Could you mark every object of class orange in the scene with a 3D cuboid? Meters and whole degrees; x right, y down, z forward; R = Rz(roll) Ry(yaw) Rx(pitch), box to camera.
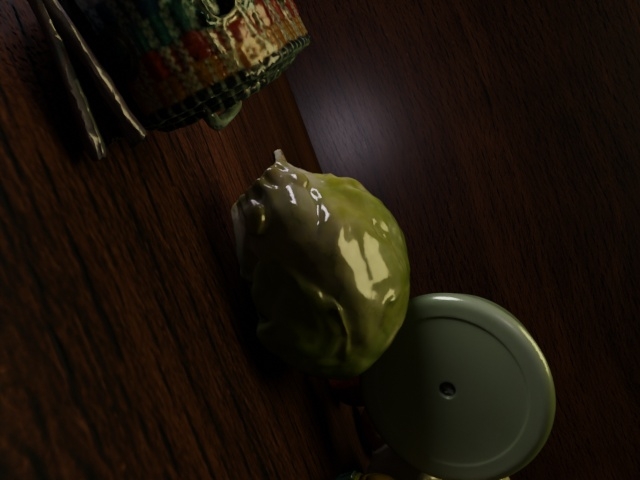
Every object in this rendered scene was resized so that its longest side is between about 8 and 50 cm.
[{"bbox_3d":[0.154,0.449,1.142,0.170,0.112,0.160,47,18,4],"label":"orange"}]

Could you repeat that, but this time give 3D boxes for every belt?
[{"bbox_3d":[-0.120,-0.193,0.471,0.295,0.207,0.160,-91,158,-64],"label":"belt"}]

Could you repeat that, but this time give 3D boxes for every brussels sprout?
[{"bbox_3d":[0.002,0.040,0.701,0.274,0.243,0.316,-8,71,-58],"label":"brussels sprout"}]

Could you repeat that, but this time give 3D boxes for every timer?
[{"bbox_3d":[0.255,0.213,0.848,0.315,0.291,0.290,-10,79,-64],"label":"timer"}]

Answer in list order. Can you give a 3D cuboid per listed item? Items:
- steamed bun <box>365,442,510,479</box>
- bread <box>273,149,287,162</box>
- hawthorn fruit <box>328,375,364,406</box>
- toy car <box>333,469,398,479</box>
[{"bbox_3d":[0.208,0.512,0.887,0.346,0.237,0.394,48,45,-15],"label":"steamed bun"},{"bbox_3d":[-0.093,-0.184,1.359,0.068,0.028,0.153,-105,173,-50],"label":"bread"},{"bbox_3d":[0.121,0.220,0.985,0.207,0.243,0.207,159,-90,-89],"label":"hawthorn fruit"},{"bbox_3d":[0.101,0.436,0.639,0.200,0.143,0.247,48,24,-73],"label":"toy car"}]
